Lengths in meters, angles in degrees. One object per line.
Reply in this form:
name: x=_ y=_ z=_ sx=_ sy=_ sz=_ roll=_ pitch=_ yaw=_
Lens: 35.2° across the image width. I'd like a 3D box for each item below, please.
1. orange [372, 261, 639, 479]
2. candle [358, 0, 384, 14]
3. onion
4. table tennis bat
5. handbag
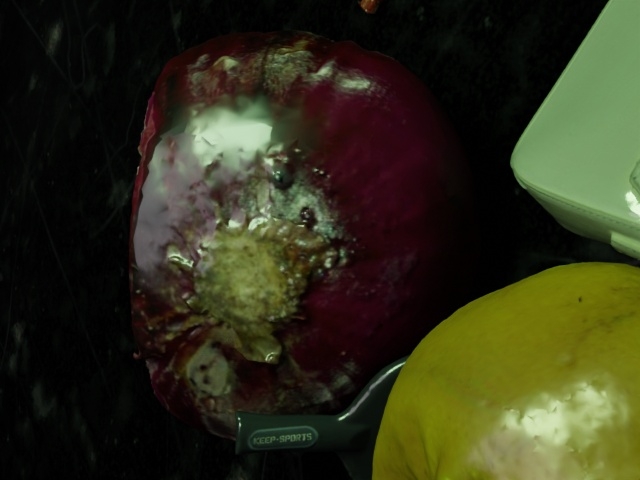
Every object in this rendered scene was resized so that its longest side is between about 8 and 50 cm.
orange: x=0.158 y=0.149 z=0.597 sx=0.279 sy=0.235 sz=0.279 roll=-27 pitch=58 yaw=57
candle: x=0.086 y=-0.287 z=0.962 sx=0.167 sy=0.021 sz=0.026 roll=-55 pitch=23 yaw=33
onion: x=0.000 y=0.000 z=0.829 sx=0.282 sy=0.260 sz=0.336 roll=-42 pitch=-47 yaw=-81
table tennis bat: x=0.053 y=0.144 z=0.752 sx=0.027 sy=0.236 sz=0.150 roll=-114 pitch=29 yaw=-63
handbag: x=0.253 y=-0.091 z=0.589 sx=0.219 sy=0.079 sz=0.256 roll=28 pitch=83 yaw=50
